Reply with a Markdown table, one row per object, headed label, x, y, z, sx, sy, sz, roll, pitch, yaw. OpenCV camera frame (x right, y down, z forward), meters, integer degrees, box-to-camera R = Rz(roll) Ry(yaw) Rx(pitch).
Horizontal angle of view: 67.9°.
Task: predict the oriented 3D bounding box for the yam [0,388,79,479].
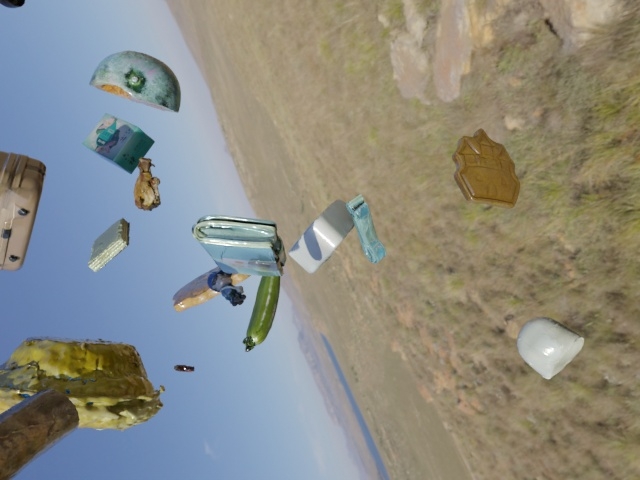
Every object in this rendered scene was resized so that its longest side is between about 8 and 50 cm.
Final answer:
| label | x | y | z | sx | sy | sz | roll | pitch | yaw |
| --- | --- | --- | --- | --- | --- | --- | --- | --- | --- |
| yam | -0.394 | 0.257 | 0.619 | 0.127 | 0.084 | 0.084 | -42 | -66 | -60 |

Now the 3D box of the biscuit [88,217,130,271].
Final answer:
| label | x | y | z | sx | sy | sz | roll | pitch | yaw |
| --- | --- | --- | --- | --- | --- | --- | --- | --- | --- |
| biscuit | -0.597 | 0.007 | 1.349 | 0.040 | 0.121 | 0.199 | 48 | 178 | -29 |

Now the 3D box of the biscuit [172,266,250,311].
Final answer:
| label | x | y | z | sx | sy | sz | roll | pitch | yaw |
| --- | --- | --- | --- | --- | --- | --- | --- | --- | --- |
| biscuit | -0.470 | 0.175 | 2.067 | 0.062 | 0.385 | 0.365 | 63 | 175 | -14 |

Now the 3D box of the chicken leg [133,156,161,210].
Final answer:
| label | x | y | z | sx | sy | sz | roll | pitch | yaw |
| --- | --- | --- | --- | --- | --- | --- | --- | --- | --- |
| chicken leg | -0.571 | -0.178 | 1.567 | 0.208 | 0.085 | 0.101 | 106 | 149 | -42 |

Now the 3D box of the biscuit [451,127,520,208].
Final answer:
| label | x | y | z | sx | sy | sz | roll | pitch | yaw |
| --- | --- | --- | --- | --- | --- | --- | --- | --- | --- |
| biscuit | 0.406 | -0.185 | 1.167 | 0.034 | 0.182 | 0.215 | 134 | 139 | -60 |

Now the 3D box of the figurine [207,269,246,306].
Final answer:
| label | x | y | z | sx | sy | sz | roll | pitch | yaw |
| --- | --- | --- | --- | --- | --- | --- | --- | --- | --- |
| figurine | -0.299 | 0.150 | 1.530 | 0.149 | 0.086 | 0.087 | 44 | 127 | 27 |

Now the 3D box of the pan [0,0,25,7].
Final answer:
| label | x | y | z | sx | sy | sz | roll | pitch | yaw |
| --- | --- | --- | --- | --- | --- | --- | --- | --- | --- |
| pan | -0.767 | -0.657 | 1.187 | 0.212 | 0.040 | 0.115 | -83 | -21 | -45 |

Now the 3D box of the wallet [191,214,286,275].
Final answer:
| label | x | y | z | sx | sy | sz | roll | pitch | yaw |
| --- | --- | --- | --- | --- | --- | --- | --- | --- | --- |
| wallet | -0.168 | 0.022 | 1.056 | 0.250 | 0.176 | 0.075 | 91 | -177 | -72 |

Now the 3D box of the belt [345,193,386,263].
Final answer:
| label | x | y | z | sx | sy | sz | roll | pitch | yaw |
| --- | --- | --- | --- | --- | --- | --- | --- | --- | --- |
| belt | 0.181 | -0.040 | 1.839 | 0.087 | 0.072 | 0.302 | 40 | 159 | 55 |

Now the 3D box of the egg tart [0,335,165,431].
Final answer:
| label | x | y | z | sx | sy | sz | roll | pitch | yaw |
| --- | --- | --- | --- | --- | --- | --- | --- | --- | --- |
| egg tart | -0.525 | 0.295 | 1.032 | 0.388 | 0.387 | 0.169 | 96 | -177 | -78 |

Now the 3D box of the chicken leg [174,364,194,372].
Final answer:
| label | x | y | z | sx | sy | sz | roll | pitch | yaw |
| --- | --- | --- | --- | --- | --- | --- | --- | --- | --- |
| chicken leg | -0.395 | 0.364 | 1.358 | 0.083 | 0.036 | 0.021 | 30 | -111 | -54 |

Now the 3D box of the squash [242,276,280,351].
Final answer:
| label | x | y | z | sx | sy | sz | roll | pitch | yaw |
| --- | --- | --- | --- | --- | --- | --- | --- | --- | --- |
| squash | -0.163 | 0.191 | 1.411 | 0.080 | 0.071 | 0.319 | 117 | 168 | -55 |

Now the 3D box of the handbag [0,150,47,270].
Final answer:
| label | x | y | z | sx | sy | sz | roll | pitch | yaw |
| --- | --- | --- | --- | --- | --- | --- | --- | --- | --- |
| handbag | -0.841 | -0.099 | 1.281 | 0.302 | 0.149 | 0.283 | -61 | 37 | 26 |

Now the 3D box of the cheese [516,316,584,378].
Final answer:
| label | x | y | z | sx | sy | sz | roll | pitch | yaw |
| --- | --- | --- | --- | --- | --- | --- | --- | --- | --- |
| cheese | 0.788 | 0.366 | 1.667 | 0.189 | 0.198 | 0.154 | 40 | -157 | 22 |

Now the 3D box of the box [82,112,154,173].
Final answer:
| label | x | y | z | sx | sy | sz | roll | pitch | yaw |
| --- | --- | --- | --- | --- | --- | --- | --- | --- | --- |
| box | -0.740 | -0.358 | 1.740 | 0.244 | 0.153 | 0.092 | 25 | 168 | 35 |

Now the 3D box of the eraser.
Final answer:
| label | x | y | z | sx | sy | sz | roll | pitch | yaw |
| --- | --- | --- | --- | --- | --- | --- | --- | --- | --- |
| eraser | 0.000 | 0.000 | 1.989 | 0.150 | 0.331 | 0.331 | 40 | 173 | 1 |

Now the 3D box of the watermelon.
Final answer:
| label | x | y | z | sx | sy | sz | roll | pitch | yaw |
| --- | --- | --- | --- | --- | --- | --- | --- | --- | --- |
| watermelon | -0.648 | -0.586 | 1.681 | 0.175 | 0.321 | 0.188 | -149 | 72 | -75 |
